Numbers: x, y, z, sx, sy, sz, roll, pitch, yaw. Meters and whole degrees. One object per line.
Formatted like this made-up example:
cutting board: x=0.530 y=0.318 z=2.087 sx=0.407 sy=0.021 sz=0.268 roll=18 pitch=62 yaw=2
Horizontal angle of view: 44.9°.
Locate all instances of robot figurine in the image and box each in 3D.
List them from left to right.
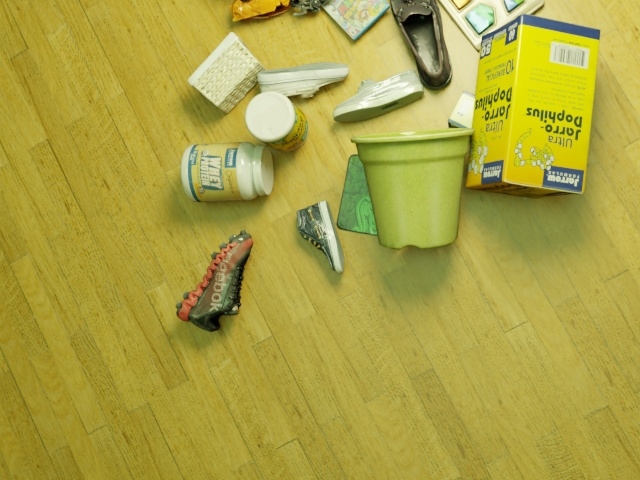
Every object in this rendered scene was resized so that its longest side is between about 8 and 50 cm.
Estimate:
robot figurine: x=-0.099 y=-0.648 z=1.887 sx=0.291 sy=0.085 sz=0.211 roll=-12 pitch=118 yaw=13

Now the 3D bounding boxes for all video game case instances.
video game case: x=0.075 y=-0.587 z=1.900 sx=0.119 sy=0.015 sz=0.166 roll=-43 pitch=72 yaw=10

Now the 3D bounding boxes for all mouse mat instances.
mouse mat: x=0.127 y=-0.109 z=1.884 sx=0.153 sy=0.007 sz=0.189 roll=10 pitch=90 yaw=12

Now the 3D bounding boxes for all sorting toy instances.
sorting toy: x=0.395 y=-0.585 z=1.836 sx=0.193 sy=0.038 sz=0.208 roll=-36 pitch=81 yaw=8

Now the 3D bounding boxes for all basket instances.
basket: x=-0.226 y=-0.411 z=1.918 sx=0.103 sy=0.113 sz=0.167 roll=45 pitch=96 yaw=8

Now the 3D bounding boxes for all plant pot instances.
plant pot: x=0.215 y=-0.118 z=1.753 sx=0.276 sy=0.276 sz=0.253 roll=-3 pitch=100 yaw=12

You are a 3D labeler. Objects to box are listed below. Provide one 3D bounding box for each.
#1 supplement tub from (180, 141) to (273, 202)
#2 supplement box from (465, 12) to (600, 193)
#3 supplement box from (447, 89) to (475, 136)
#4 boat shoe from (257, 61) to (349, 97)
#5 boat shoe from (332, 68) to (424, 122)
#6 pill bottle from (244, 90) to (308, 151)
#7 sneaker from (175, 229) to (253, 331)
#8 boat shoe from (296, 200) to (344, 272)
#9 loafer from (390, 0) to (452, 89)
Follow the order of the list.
supplement tub: x=-0.225 y=-0.167 z=1.888 sx=0.200 sy=0.144 sz=0.144 roll=-2 pitch=87 yaw=12
supplement box: x=0.460 y=-0.282 z=1.696 sx=0.195 sy=0.194 sz=0.356 roll=7 pitch=88 yaw=-14
supplement box: x=0.354 y=-0.293 z=1.820 sx=0.083 sy=0.056 sz=0.083 roll=29 pitch=93 yaw=12
boat shoe: x=-0.040 y=-0.389 z=1.905 sx=0.226 sy=0.083 sz=0.075 roll=-3 pitch=117 yaw=7
boat shoe: x=0.132 y=-0.350 z=1.865 sx=0.228 sy=0.079 sz=0.081 roll=-18 pitch=74 yaw=5
pill bottle: x=-0.095 y=-0.274 z=1.834 sx=0.118 sy=0.208 sz=0.117 roll=-1 pitch=87 yaw=12
sneaker: x=-0.232 y=0.109 z=1.901 sx=0.135 sy=0.097 sz=0.276 roll=37 pitch=97 yaw=11
boat shoe: x=0.000 y=0.000 z=1.879 sx=0.083 sy=0.065 sz=0.183 roll=-18 pitch=77 yaw=12
loafer: x=0.239 y=-0.509 z=1.834 sx=0.109 sy=0.095 sz=0.302 roll=-20 pitch=83 yaw=12
